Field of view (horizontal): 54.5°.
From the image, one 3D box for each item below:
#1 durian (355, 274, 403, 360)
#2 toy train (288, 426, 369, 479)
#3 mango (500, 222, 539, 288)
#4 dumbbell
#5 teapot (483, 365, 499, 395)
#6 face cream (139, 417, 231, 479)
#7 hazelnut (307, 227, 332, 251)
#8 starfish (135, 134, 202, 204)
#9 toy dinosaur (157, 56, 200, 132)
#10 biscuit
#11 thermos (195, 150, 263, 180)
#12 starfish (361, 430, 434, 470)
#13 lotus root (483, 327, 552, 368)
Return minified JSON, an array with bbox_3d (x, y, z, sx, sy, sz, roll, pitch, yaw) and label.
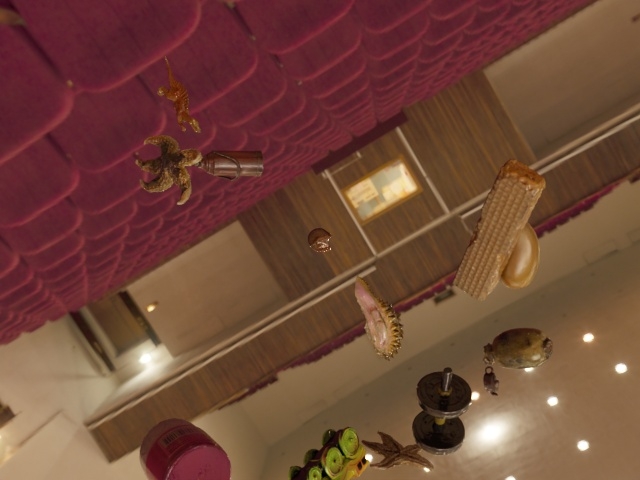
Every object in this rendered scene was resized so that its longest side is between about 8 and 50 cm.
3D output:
[{"bbox_3d":[0.153,0.181,1.538,0.078,0.224,0.140,-26,177,29],"label":"durian"},{"bbox_3d":[0.022,0.658,1.772,0.101,0.160,0.296,-14,-169,40],"label":"toy train"},{"bbox_3d":[0.456,0.026,1.443,0.102,0.184,0.085,3,-156,19],"label":"mango"},{"bbox_3d":[0.318,0.455,1.638,0.143,0.325,0.143,-1,-146,1],"label":"dumbbell"},{"bbox_3d":[0.578,0.473,2.089,0.045,0.100,0.068,-15,165,32],"label":"teapot"},{"bbox_3d":[-0.336,0.547,1.526,0.175,0.175,0.195,-34,-157,-25],"label":"face cream"},{"bbox_3d":[0.000,0.000,1.987,0.086,0.086,0.086,-31,-174,4],"label":"hazelnut"},{"bbox_3d":[-0.381,-0.183,1.593,0.238,0.215,0.071,-21,169,39],"label":"starfish"},{"bbox_3d":[-0.405,-0.408,1.755,0.057,0.212,0.142,-26,-155,-29],"label":"toy dinosaur"},{"bbox_3d":[0.378,-0.011,1.335,0.054,0.094,0.378,-37,151,-32],"label":"biscuit"},{"bbox_3d":[-0.325,-0.274,2.184,0.232,0.098,0.124,-1,-138,-16],"label":"thermos"},{"bbox_3d":[0.230,0.651,1.894,0.227,0.043,0.241,14,-168,43],"label":"starfish"},{"bbox_3d":[0.692,0.389,2.226,0.278,0.154,0.154,-19,-167,43],"label":"lotus root"}]
